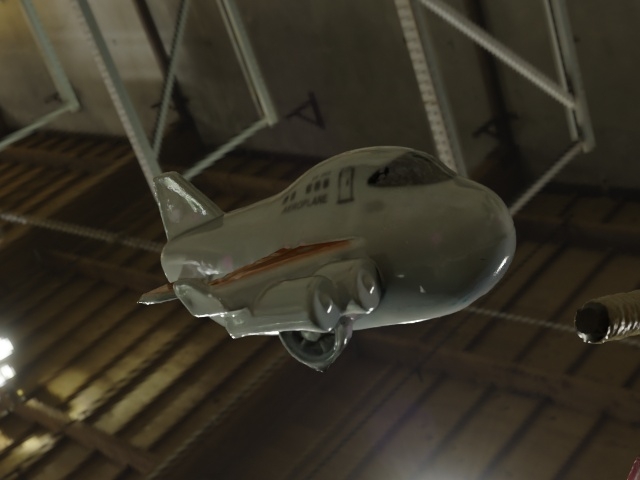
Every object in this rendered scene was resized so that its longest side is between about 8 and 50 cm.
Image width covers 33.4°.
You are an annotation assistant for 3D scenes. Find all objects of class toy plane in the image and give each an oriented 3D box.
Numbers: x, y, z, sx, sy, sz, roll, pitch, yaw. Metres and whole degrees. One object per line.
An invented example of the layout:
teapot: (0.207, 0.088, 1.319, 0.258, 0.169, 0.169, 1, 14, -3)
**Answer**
toy plane: (0.000, 0.000, 0.650, 0.245, 0.117, 0.244, -14, -170, 2)

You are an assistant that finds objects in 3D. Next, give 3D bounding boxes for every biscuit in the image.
biscuit: (0.385, 0.087, 1.315, 0.055, 0.061, 0.219, -2, -179, 42)

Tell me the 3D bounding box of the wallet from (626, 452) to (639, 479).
wallet: (0.402, 0.344, 1.252, 0.119, 0.232, 0.025, 13, -142, 10)
